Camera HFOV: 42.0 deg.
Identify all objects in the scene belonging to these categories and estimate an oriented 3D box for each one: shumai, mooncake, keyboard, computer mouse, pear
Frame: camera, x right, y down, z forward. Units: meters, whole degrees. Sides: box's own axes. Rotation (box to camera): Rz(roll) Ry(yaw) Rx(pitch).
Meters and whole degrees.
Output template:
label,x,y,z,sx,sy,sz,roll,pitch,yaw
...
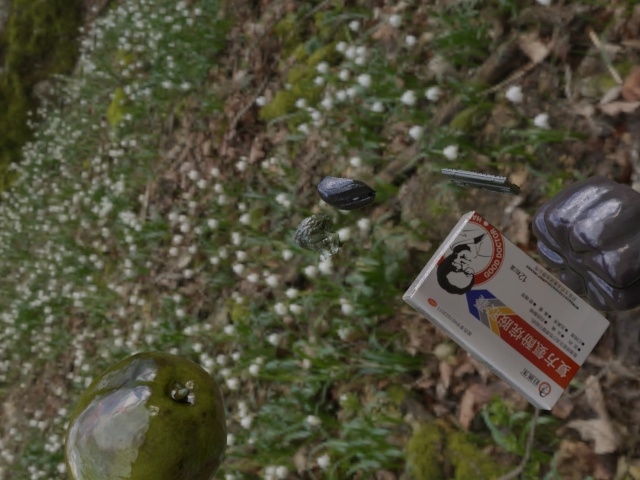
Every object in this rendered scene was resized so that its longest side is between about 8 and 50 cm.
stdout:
label,x,y,z,sx,sy,sz,roll,pitch,yaw
shumai,0.000,0.000,1.586,0.080,0.083,0.082,55,179,36
mooncake,0.583,0.014,1.738,0.306,0.154,0.306,54,171,12
keyboard,0.250,-0.094,1.306,0.049,0.129,0.015,34,-102,-40
computer mouse,0.061,-0.114,2.114,0.099,0.172,0.057,56,-132,-43
pear,-0.277,0.313,1.329,0.321,0.269,0.269,-50,21,43

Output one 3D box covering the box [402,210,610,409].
label,x,y,z,sx,sy,sz,roll,pitch,yaw
box,0.359,0.136,1.613,0.214,0.353,0.069,-52,2,-11
